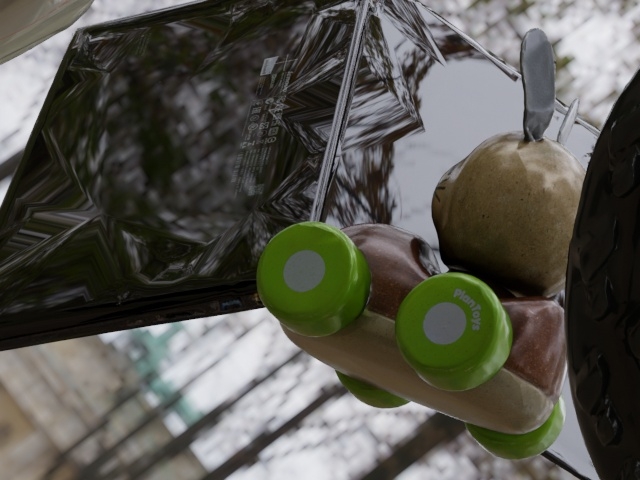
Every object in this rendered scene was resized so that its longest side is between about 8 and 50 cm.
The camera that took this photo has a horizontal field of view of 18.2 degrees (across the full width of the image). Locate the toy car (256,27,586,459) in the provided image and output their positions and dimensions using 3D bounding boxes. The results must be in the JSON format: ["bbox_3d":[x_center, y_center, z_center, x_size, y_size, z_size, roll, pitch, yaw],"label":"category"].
[{"bbox_3d":[0.077,-0.009,0.992,0.149,0.188,0.155,20,-13,24],"label":"toy car"}]

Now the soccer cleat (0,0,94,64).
[{"bbox_3d":[-0.162,-0.107,0.956,0.076,0.196,0.068,13,47,-61],"label":"soccer cleat"}]

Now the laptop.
[{"bbox_3d":[0.000,0.000,1.459,0.382,0.408,0.236,-77,151,-49],"label":"laptop"}]

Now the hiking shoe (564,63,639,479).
[{"bbox_3d":[0.152,0.058,0.633,0.132,0.113,0.304,-67,143,-58],"label":"hiking shoe"}]
